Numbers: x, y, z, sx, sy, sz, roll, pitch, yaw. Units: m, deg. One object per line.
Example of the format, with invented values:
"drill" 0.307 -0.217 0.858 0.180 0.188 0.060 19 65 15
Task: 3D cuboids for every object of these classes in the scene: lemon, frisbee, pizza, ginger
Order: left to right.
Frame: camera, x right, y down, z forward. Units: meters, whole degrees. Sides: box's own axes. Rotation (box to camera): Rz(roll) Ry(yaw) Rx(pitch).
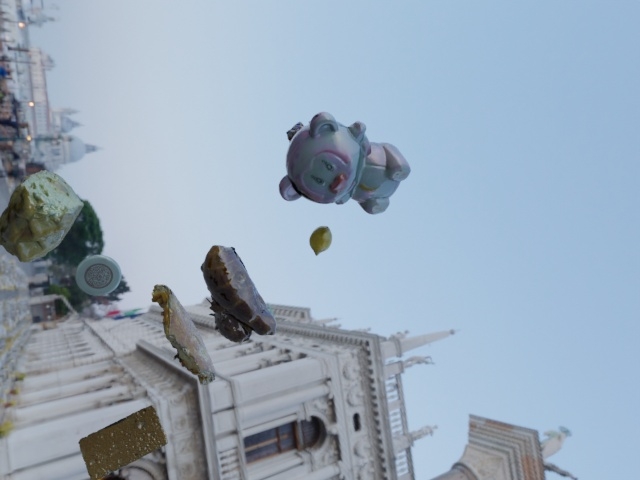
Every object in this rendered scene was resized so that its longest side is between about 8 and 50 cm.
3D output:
"frisbee" -0.572 0.091 1.245 0.014 0.110 0.110 -151 -120 -64
"pizza" -0.318 0.227 1.123 0.134 0.056 0.271 -108 175 -66
"ginger" -0.359 0.220 1.887 0.254 0.176 0.419 -21 -74 18
"lemon" 0.000 0.000 1.351 0.065 0.065 0.093 43 -61 48

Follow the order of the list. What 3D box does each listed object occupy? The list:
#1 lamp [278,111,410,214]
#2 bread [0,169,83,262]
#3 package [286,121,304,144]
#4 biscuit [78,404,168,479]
"lamp" 0.051 -0.204 1.227 0.247 0.300 0.248 -57 -139 36
"bread" -0.915 -0.074 1.561 0.238 0.196 0.252 43 -70 16
"package" -0.071 -0.314 1.449 0.033 0.077 0.111 56 8 -46
"biscuit" -0.571 0.586 1.406 0.131 0.230 0.025 65 -15 12
